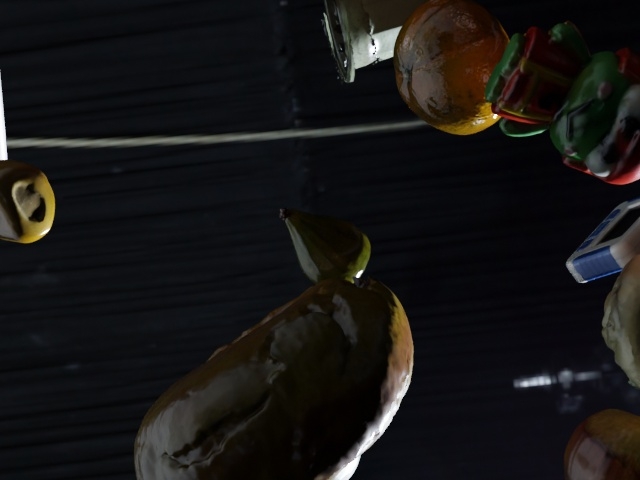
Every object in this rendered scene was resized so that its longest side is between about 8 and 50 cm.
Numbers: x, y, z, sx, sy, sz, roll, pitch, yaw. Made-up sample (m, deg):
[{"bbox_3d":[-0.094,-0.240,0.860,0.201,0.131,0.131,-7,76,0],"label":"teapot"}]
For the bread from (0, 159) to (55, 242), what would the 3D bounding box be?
[{"bbox_3d":[-0.383,-0.052,1.150,0.239,0.074,0.093,7,-52,50],"label":"bread"}]

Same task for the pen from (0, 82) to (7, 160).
[{"bbox_3d":[-0.433,-0.179,1.302,0.269,0.033,0.033,107,-16,-49],"label":"pen"}]

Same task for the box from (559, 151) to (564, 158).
[{"bbox_3d":[0.550,-0.214,1.890,0.144,0.201,0.090,47,43,-54],"label":"box"}]

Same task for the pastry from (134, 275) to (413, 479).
[{"bbox_3d":[-0.052,0.172,1.088,0.164,0.356,0.356,55,6,-6],"label":"pastry"}]

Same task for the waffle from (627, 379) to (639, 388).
[{"bbox_3d":[0.602,0.201,1.525,0.223,0.204,0.054,-36,137,-42],"label":"waffle"}]

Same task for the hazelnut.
[{"bbox_3d":[0.502,0.387,1.658,0.186,0.210,0.210,68,14,-52],"label":"hazelnut"}]

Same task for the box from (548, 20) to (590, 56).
[{"bbox_3d":[0.433,-0.326,1.708,0.105,0.037,0.106,36,41,-40],"label":"box"}]

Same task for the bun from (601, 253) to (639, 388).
[{"bbox_3d":[0.493,0.122,1.427,0.133,0.231,0.231,155,-70,-69],"label":"bun"}]

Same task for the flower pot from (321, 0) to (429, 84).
[{"bbox_3d":[0.133,-0.461,1.916,0.290,0.259,0.290,169,-90,-87],"label":"flower pot"}]

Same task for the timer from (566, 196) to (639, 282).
[{"bbox_3d":[0.639,-0.008,2.055,0.078,0.253,0.178,54,-31,-6],"label":"timer"}]

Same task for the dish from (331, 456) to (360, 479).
[{"bbox_3d":[-0.058,0.409,1.821,0.303,0.303,0.120,-83,171,-80],"label":"dish"}]

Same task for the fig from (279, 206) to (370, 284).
[{"bbox_3d":[-0.004,0.007,1.765,0.133,0.184,0.126,-62,-175,-25],"label":"fig"}]

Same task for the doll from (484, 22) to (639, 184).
[{"bbox_3d":[0.414,-0.175,1.393,0.183,0.363,0.160,-65,174,31],"label":"doll"}]

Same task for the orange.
[{"bbox_3d":[0.220,-0.292,1.670,0.240,0.171,0.240,45,-36,47],"label":"orange"}]
